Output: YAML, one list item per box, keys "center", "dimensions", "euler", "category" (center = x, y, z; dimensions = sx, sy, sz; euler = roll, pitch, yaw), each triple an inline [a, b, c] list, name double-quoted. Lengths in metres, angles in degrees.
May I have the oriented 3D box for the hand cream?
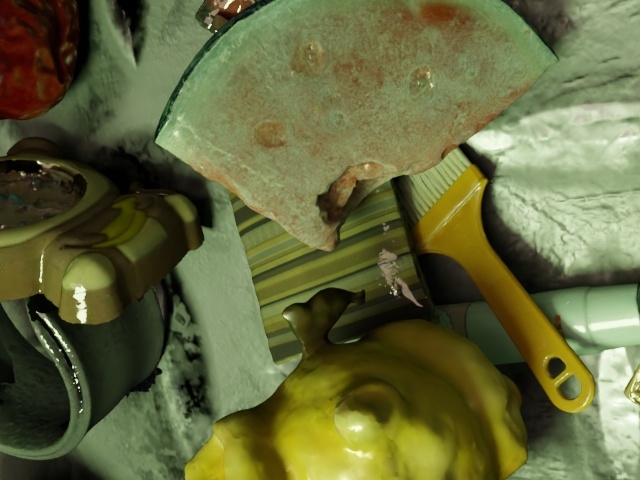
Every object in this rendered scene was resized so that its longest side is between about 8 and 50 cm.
- center: [0.135, 0.086, 0.710]
  dimensions: [0.331, 0.058, 0.085]
  euler: [-12, 110, 39]
  category: "hand cream"

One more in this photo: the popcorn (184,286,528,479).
- center: [0.040, 0.206, 0.629]
  dimensions: [0.297, 0.316, 0.281]
  euler: [-39, 58, 12]
  category: "popcorn"

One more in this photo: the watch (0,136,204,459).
- center: [-0.320, 0.092, 0.883]
  dimensions: [0.335, 0.314, 0.327]
  euler: [14, 122, 17]
  category: "watch"

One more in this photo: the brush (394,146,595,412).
- center: [0.144, 0.028, 0.657]
  dimensions: [0.103, 0.013, 0.272]
  euler: [-51, 54, 31]
  category: "brush"

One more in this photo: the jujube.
- center: [-0.384, -0.249, 0.862]
  dimensions: [0.212, 0.213, 0.232]
  euler: [-1, 97, 32]
  category: "jujube"

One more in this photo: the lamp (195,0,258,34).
- center: [-0.015, -0.277, 0.673]
  dimensions: [0.118, 0.118, 0.253]
  euler: [47, 123, 13]
  category: "lamp"

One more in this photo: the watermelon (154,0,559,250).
- center: [0.026, -0.113, 0.645]
  dimensions: [0.318, 0.148, 0.226]
  euler: [-11, 112, -3]
  category: "watermelon"

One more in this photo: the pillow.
- center: [0.000, 0.000, 0.756]
  dimensions: [0.208, 0.052, 0.212]
  euler: [-22, 80, 39]
  category: "pillow"

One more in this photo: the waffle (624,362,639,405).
- center: [0.325, 0.123, 0.617]
  dimensions: [0.135, 0.021, 0.092]
  euler: [29, 114, 25]
  category: "waffle"
